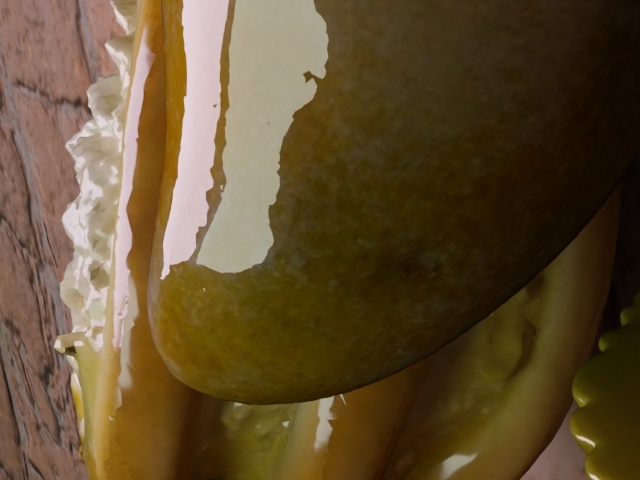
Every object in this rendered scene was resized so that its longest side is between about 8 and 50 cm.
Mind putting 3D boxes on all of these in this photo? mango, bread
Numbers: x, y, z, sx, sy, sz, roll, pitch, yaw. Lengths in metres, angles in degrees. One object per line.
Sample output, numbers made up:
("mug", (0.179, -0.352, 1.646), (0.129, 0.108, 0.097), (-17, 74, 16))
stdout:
("mango", (0.039, -0.116, 0.699), (0.199, 0.221, 0.384), (21, 92, 38))
("bread", (0.000, 0.000, 0.891), (0.211, 0.270, 0.315), (-52, -27, -78))

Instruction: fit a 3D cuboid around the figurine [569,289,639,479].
("figurine", (0.206, 0.171, 0.739), (0.187, 0.168, 0.315), (-70, -29, -54))
